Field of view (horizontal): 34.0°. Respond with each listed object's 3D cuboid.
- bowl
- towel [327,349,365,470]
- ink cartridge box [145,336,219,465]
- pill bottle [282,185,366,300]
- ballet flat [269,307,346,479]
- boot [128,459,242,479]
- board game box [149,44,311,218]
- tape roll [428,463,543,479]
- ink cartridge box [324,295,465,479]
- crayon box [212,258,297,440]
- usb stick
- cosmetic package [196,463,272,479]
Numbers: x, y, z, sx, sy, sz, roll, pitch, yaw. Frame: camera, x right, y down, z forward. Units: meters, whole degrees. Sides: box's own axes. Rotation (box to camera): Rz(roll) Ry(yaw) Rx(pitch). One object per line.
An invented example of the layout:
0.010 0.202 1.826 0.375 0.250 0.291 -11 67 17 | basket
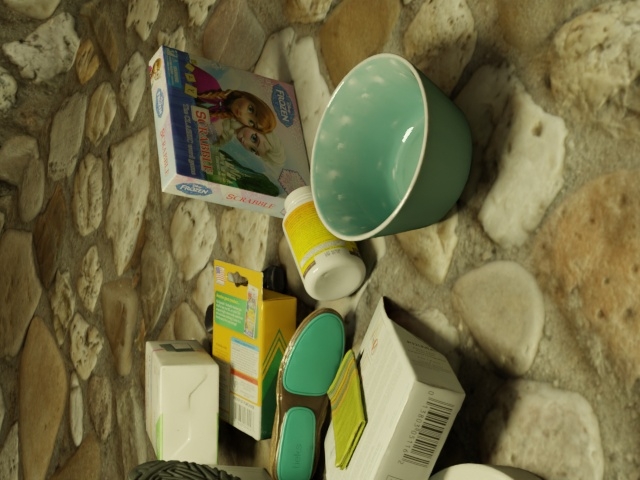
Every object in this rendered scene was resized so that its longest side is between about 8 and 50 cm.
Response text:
0.136 -0.141 1.747 0.311 0.163 0.312 -22 63 52 | bowl
0.042 0.280 1.766 0.237 0.021 0.102 -96 25 -68 | towel
-0.296 0.324 2.175 0.353 0.119 0.207 -164 74 -75 | ink cartridge box
0.000 0.000 1.947 0.117 0.117 0.215 -53 41 32 | pill bottle
-0.033 0.286 1.941 0.124 0.116 0.343 -162 80 -77 | ballet flat
-0.184 0.635 1.811 0.367 0.146 0.445 12 106 21 | boot
-0.176 -0.211 2.092 0.066 0.318 0.319 -41 49 42 | board game box
0.235 0.513 1.485 0.392 0.072 0.392 -23 62 51 | tape roll
0.104 0.296 1.714 0.385 0.091 0.308 -103 32 -74 | ink cartridge box
-0.133 0.206 2.062 0.203 0.083 0.323 12 103 57 | crayon box
-0.163 0.129 2.216 0.278 0.045 0.077 -33 48 47 | usb stick
-0.218 0.624 2.011 0.155 0.197 0.366 40 111 54 | cosmetic package
